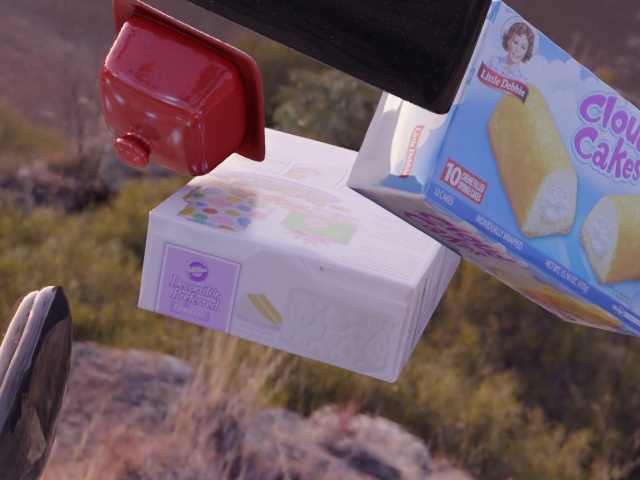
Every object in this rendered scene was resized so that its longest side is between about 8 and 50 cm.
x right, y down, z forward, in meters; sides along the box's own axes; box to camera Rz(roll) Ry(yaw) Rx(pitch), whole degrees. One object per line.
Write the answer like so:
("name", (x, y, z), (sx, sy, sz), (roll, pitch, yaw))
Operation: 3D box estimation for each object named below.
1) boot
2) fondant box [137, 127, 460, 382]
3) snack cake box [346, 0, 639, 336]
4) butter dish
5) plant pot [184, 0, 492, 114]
("boot", (-0.260, 0.157, 1.002), (0.115, 0.112, 0.305), (9, 59, 14))
("fondant box", (0.000, 0.000, 1.349), (0.238, 0.096, 0.330), (16, 20, 10))
("snack cake box", (0.160, -0.049, 1.062), (0.264, 0.152, 0.089), (29, -10, -36))
("butter dish", (-0.140, -0.114, 1.278), (0.160, 0.160, 0.118), (28, 63, 15))
("plant pot", (0.015, -0.202, 0.713), (0.188, 0.167, 0.187), (24, 28, -12))
